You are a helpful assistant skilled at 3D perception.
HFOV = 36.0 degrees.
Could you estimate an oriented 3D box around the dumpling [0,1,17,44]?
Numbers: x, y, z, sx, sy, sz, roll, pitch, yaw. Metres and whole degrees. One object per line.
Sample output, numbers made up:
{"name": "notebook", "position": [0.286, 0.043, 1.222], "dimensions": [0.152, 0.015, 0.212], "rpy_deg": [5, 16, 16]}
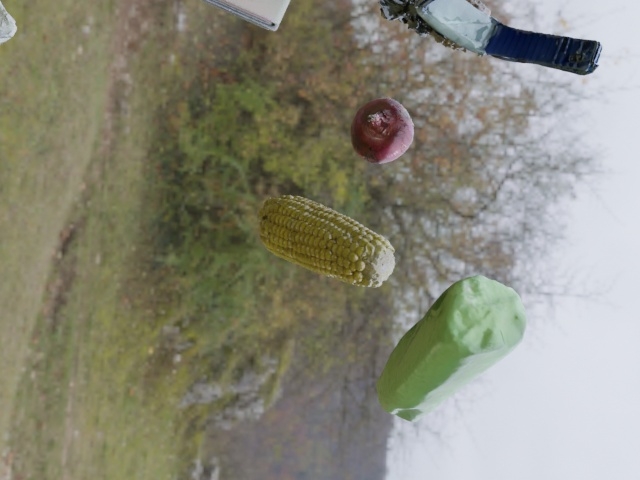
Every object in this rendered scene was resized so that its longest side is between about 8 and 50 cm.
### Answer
{"name": "dumpling", "position": [-0.652, -0.396, 1.802], "dimensions": [0.108, 0.187, 0.127], "rpy_deg": [73, 5, -86]}

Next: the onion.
{"name": "onion", "position": [0.121, -0.248, 2.142], "dimensions": [0.140, 0.150, 0.150], "rpy_deg": [25, 65, -59]}

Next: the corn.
{"name": "corn", "position": [0.000, 0.000, 1.850], "dimensions": [0.347, 0.130, 0.130], "rpy_deg": [25, -63, 44]}

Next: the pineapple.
{"name": "pineapple", "position": [0.226, -0.462, 2.027], "dimensions": [0.111, 0.237, 0.119], "rpy_deg": [-57, 153, -17]}

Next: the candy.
{"name": "candy", "position": [0.192, 0.179, 1.519], "dimensions": [0.343, 0.131, 0.142], "rpy_deg": [121, -18, -58]}

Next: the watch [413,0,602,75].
{"name": "watch", "position": [0.221, -0.332, 1.396], "dimensions": [0.068, 0.276, 0.274], "rpy_deg": [-59, -146, 2]}

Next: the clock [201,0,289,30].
{"name": "clock", "position": [-0.145, -0.384, 1.457], "dimensions": [0.147, 0.191, 0.071], "rpy_deg": [-116, -132, -69]}
